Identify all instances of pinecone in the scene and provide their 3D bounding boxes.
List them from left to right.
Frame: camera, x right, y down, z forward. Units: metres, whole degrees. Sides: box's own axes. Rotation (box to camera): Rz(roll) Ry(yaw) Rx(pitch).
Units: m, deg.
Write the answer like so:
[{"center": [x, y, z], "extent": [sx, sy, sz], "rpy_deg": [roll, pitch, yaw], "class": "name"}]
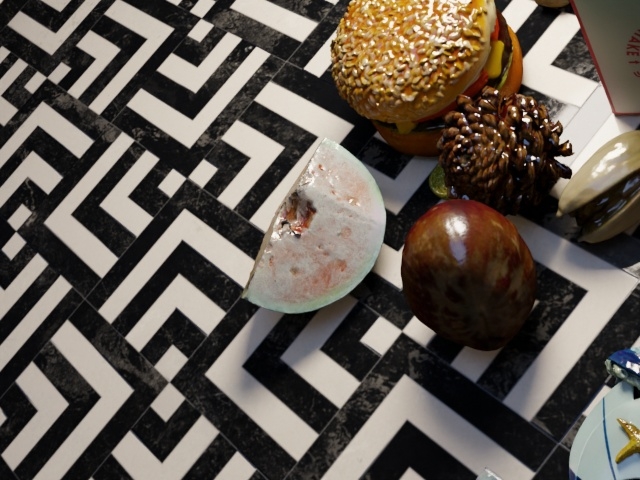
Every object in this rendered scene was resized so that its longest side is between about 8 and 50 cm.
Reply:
[{"center": [0.307, -0.140, 1.574], "extent": [0.221, 0.221, 0.221], "rpy_deg": [-15, 55, 22], "class": "pinecone"}]

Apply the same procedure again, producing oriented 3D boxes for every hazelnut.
[{"center": [0.219, 0.059, 1.473], "extent": [0.218, 0.234, 0.218], "rpy_deg": [-31, 25, 16], "class": "hazelnut"}]

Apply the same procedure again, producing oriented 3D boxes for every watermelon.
[{"center": [-0.001, 0.000, 1.720], "extent": [0.322, 0.188, 0.175], "rpy_deg": [-58, 6, -4], "class": "watermelon"}]

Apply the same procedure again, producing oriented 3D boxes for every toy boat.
[{"center": [0.430, 0.287, 1.340], "extent": [0.291, 0.067, 0.220], "rpy_deg": [-50, 48, 9], "class": "toy boat"}]

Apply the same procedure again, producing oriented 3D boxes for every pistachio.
[{"center": [0.464, -0.085, 1.498], "extent": [0.206, 0.131, 0.129], "rpy_deg": [-40, 91, 8], "class": "pistachio"}]

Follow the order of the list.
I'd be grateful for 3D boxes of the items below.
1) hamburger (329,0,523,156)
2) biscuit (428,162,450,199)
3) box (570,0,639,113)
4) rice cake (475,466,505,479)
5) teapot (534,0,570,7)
[{"center": [0.190, -0.332, 1.726], "extent": [0.330, 0.250, 0.330], "rpy_deg": [-15, 54, 22], "class": "hamburger"}, {"center": [0.235, -0.111, 1.710], "extent": [0.084, 0.023, 0.084], "rpy_deg": [-16, 55, 24], "class": "biscuit"}, {"center": [0.599, -0.401, 1.488], "extent": [0.314, 0.312, 0.300], "rpy_deg": [4, 63, 34], "class": "box"}, {"center": [0.299, 0.392, 1.350], "extent": [0.033, 0.033, 0.207], "rpy_deg": [-49, 49, -3], "class": "rice cake"}, {"center": [0.445, -0.489, 1.792], "extent": [0.080, 0.085, 0.110], "rpy_deg": [21, 54, 36], "class": "teapot"}]
